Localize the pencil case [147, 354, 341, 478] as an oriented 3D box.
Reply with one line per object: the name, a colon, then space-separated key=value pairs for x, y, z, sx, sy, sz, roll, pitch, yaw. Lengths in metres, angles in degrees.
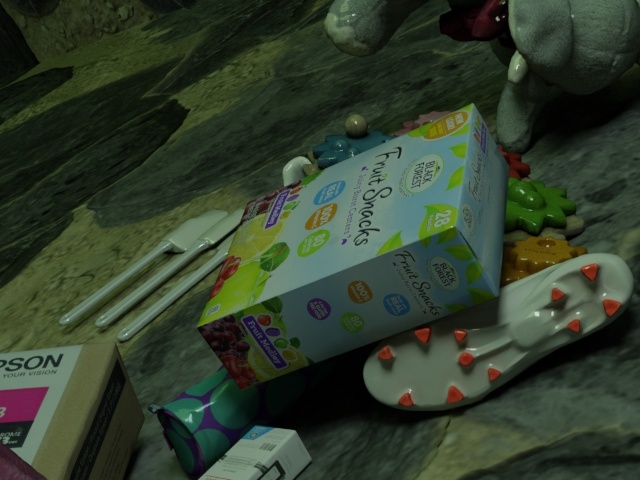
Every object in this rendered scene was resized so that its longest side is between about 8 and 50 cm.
pencil case: x=-0.054 y=0.111 z=0.991 sx=0.152 sy=0.064 sz=0.070 roll=-36 pitch=26 yaw=-25

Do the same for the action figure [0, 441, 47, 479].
action figure: x=-0.321 y=0.085 z=0.756 sx=0.248 sy=0.370 sz=0.276 roll=-42 pitch=17 yaw=-34

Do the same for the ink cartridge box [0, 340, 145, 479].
ink cartridge box: x=-0.271 y=0.174 z=0.977 sx=0.235 sy=0.088 sz=0.193 roll=-8 pitch=31 yaw=10

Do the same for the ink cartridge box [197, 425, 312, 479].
ink cartridge box: x=-0.052 y=0.166 z=0.903 sx=0.048 sy=0.028 sz=0.083 roll=-3 pitch=31 yaw=50

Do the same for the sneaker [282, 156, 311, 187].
sneaker: x=0.000 y=0.000 z=1.158 sx=0.090 sy=0.094 sz=0.235 roll=-25 pitch=21 yaw=1

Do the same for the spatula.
spatula: x=-0.161 y=0.031 z=1.404 sx=0.168 sy=0.019 sz=0.242 roll=7 pitch=39 yaw=49

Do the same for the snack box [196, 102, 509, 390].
snack box: x=0.029 y=0.003 z=0.944 sx=0.207 sy=0.070 sz=0.174 roll=-22 pitch=27 yaw=22

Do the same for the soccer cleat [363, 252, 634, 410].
soccer cleat: x=0.124 y=0.064 z=0.896 sx=0.196 sy=0.068 sz=0.076 roll=-25 pitch=-1 yaw=13

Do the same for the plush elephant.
plush elephant: x=0.208 y=-0.212 z=1.249 sx=0.330 sy=0.272 sz=0.255 roll=-51 pitch=41 yaw=41

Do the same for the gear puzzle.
gear puzzle: x=0.111 y=-0.038 z=1.066 sx=0.176 sy=0.044 sz=0.339 roll=-12 pitch=29 yaw=-16
